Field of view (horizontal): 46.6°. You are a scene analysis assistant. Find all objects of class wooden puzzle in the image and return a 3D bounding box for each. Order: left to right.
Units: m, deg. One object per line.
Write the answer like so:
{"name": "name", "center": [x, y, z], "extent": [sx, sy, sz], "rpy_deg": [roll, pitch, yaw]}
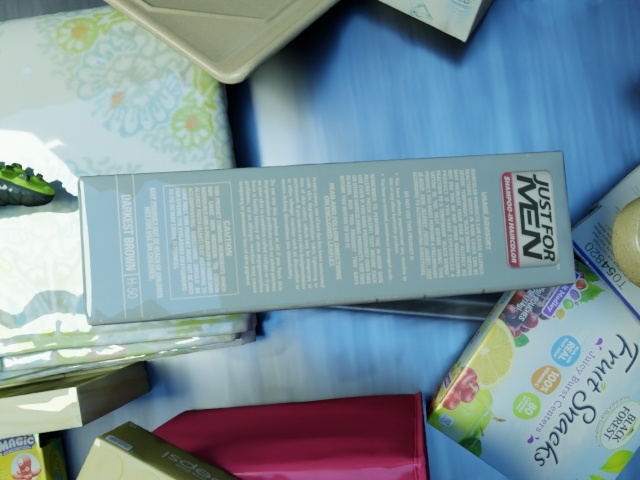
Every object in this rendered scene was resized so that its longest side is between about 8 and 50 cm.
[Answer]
{"name": "wooden puzzle", "center": [-0.112, -0.259, 0.733], "extent": [0.239, 0.044, 0.221], "rpy_deg": [33, 52, 9]}

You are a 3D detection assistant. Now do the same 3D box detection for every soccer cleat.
{"name": "soccer cleat", "center": [-0.336, -0.045, 0.697], "extent": [0.179, 0.060, 0.072], "rpy_deg": [11, 97, 6]}

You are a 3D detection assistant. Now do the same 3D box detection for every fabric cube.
{"name": "fabric cube", "center": [-0.024, 0.290, 0.659], "extent": [0.258, 0.254, 0.259], "rpy_deg": [-5, 88, 6]}

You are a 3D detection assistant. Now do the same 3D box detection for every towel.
{"name": "towel", "center": [-0.242, -0.051, 0.767], "extent": [0.321, 0.090, 0.374], "rpy_deg": [-8, 88, -2]}

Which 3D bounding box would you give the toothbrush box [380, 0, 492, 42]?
{"name": "toothbrush box", "center": [0.051, -0.346, 0.662], "extent": [0.296, 0.216, 0.126], "rpy_deg": [28, 66, 6]}

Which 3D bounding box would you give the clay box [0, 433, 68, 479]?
{"name": "clay box", "center": [-0.336, 0.305, 0.802], "extent": [0.128, 0.053, 0.222], "rpy_deg": [-9, 87, 8]}

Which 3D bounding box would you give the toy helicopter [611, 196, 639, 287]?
{"name": "toy helicopter", "center": [0.380, -0.083, 0.629], "extent": [0.235, 0.140, 0.355], "rpy_deg": [44, 76, -4]}

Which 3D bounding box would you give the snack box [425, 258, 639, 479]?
{"name": "snack box", "center": [0.230, 0.134, 0.715], "extent": [0.174, 0.070, 0.207], "rpy_deg": [35, 95, 5]}

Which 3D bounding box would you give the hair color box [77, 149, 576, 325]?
{"name": "hair color box", "center": [0.000, 0.000, 0.643], "extent": [0.375, 0.185, 0.113], "rpy_deg": [-4, 87, -9]}

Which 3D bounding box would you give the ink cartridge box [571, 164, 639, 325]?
{"name": "ink cartridge box", "center": [0.357, 0.022, 0.670], "extent": [0.224, 0.045, 0.223], "rpy_deg": [-35, 80, -16]}

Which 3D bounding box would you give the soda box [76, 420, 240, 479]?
{"name": "soda box", "center": [-0.079, 0.197, 0.512], "extent": [0.181, 0.058, 0.061], "rpy_deg": [26, 91, 9]}

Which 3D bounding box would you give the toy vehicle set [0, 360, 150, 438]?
{"name": "toy vehicle set", "center": [-0.328, 0.169, 0.747], "extent": [0.267, 0.166, 0.035], "rpy_deg": [-10, 88, 8]}
